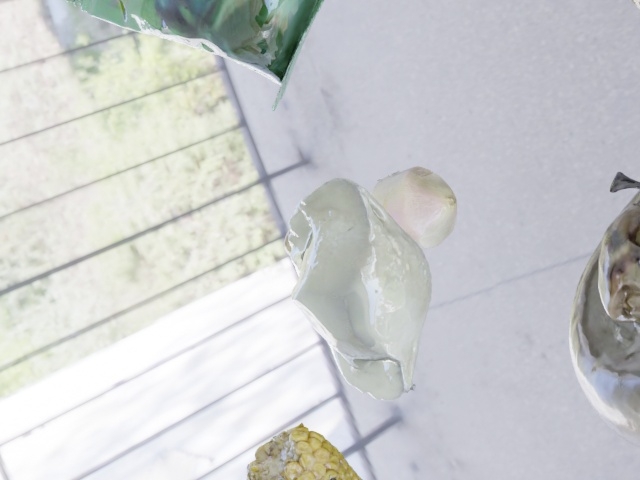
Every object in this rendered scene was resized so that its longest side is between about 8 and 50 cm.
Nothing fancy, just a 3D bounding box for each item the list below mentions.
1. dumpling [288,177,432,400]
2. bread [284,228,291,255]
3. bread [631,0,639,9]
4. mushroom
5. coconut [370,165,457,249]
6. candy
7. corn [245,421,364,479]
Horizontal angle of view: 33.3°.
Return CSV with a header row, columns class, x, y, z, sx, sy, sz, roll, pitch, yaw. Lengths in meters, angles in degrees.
class,x,y,z,sx,sy,sz,roll,pitch,yaw
dumpling,0.026,0.043,1.077,0.166,0.126,0.216,4,139,47
bread,0.000,0.000,1.538,0.110,0.110,0.024,114,156,-49
bread,0.606,-0.462,1.778,0.244,0.244,0.134,51,172,19
mushroom,0.403,0.050,1.142,0.295,0.362,0.362,32,156,-24
coconut,0.188,-0.064,2.093,0.183,0.171,0.171,-19,95,39
candy,-0.182,-0.366,1.462,0.398,0.172,0.263,20,127,-4
corn,0.025,0.269,0.884,0.106,0.106,0.293,16,145,49
